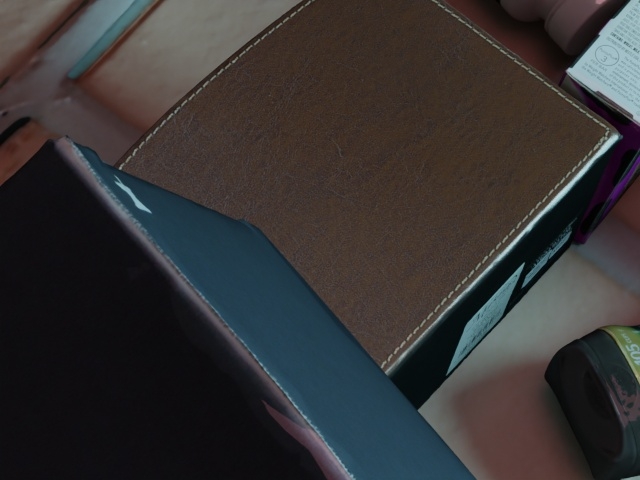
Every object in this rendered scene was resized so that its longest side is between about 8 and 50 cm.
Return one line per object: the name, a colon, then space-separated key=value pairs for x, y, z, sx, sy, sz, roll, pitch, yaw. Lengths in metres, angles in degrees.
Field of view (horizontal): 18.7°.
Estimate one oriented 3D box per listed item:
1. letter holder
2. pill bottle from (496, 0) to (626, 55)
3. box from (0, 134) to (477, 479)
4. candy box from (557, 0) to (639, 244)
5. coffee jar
letter holder: x=0.000 y=0.000 z=1.207 sx=0.214 sy=0.152 sz=0.302 roll=39 pitch=64 yaw=14
pill bottle: x=0.146 y=-0.214 z=1.367 sx=0.094 sy=0.094 sz=0.169 roll=-32 pitch=71 yaw=-22
box: x=-0.148 y=0.177 z=0.928 sx=0.395 sy=0.293 sz=0.212 roll=-44 pitch=74 yaw=6
candy box: x=0.231 y=-0.127 z=1.299 sx=0.071 sy=0.159 sz=0.233 roll=38 pitch=63 yaw=10
coffee jar: x=0.240 y=0.085 z=1.237 sx=0.184 sy=0.079 sz=0.096 roll=-18 pitch=67 yaw=-16
